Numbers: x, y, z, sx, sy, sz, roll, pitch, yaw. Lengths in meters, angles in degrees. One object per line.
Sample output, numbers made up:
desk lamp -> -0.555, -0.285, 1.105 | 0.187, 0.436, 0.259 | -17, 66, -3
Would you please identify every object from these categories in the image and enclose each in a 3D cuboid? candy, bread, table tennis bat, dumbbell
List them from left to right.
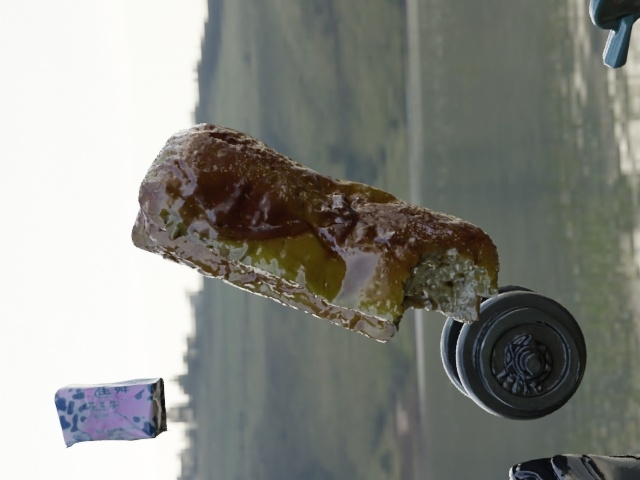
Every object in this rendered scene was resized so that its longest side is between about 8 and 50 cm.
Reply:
candy -> -0.308, 0.254, 2.227 | 0.073, 0.160, 0.092 | -11, -85, -74
bread -> 0.000, 0.000, 1.552 | 0.185, 0.380, 0.109 | -70, 0, -56
dumbbell -> 0.282, 0.162, 2.220 | 0.290, 0.192, 0.192 | -133, 41, -85
table tennis bat -> 0.388, -0.293, 1.906 | 0.033, 0.124, 0.201 | 56, 160, 31

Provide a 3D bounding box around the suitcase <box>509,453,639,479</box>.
suitcase -> 0.414, 0.406, 1.956 | 0.345, 0.339, 0.188 | -128, 38, -71
